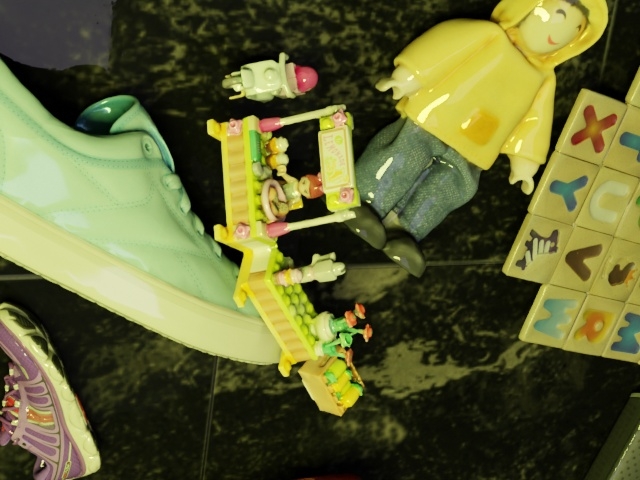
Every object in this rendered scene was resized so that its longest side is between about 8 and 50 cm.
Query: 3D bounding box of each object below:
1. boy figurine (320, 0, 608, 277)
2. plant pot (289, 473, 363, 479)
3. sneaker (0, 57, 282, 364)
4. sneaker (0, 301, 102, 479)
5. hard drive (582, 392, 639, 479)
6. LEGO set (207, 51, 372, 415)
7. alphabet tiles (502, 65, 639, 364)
[{"bbox_3d":[0.132,-0.106,1.193,0.177,0.092,0.285,39,94,-30],"label":"boy figurine"},{"bbox_3d":[-0.041,0.297,1.226,0.174,0.191,0.191,-1,111,-19],"label":"plant pot"},{"bbox_3d":[-0.136,-0.022,1.076,0.366,0.135,0.150,31,84,-40],"label":"sneaker"},{"bbox_3d":[-0.225,0.127,1.134,0.071,0.068,0.170,-22,120,-10],"label":"sneaker"},{"bbox_3d":[0.379,0.248,1.482,0.255,0.054,0.172,21,101,-31],"label":"hard drive"},{"bbox_3d":[0.000,0.000,1.089,0.107,0.132,0.287,-11,96,22],"label":"LEGO set"},{"bbox_3d":[0.313,-0.021,1.326,0.343,0.011,0.285,13,105,-40],"label":"alphabet tiles"}]
